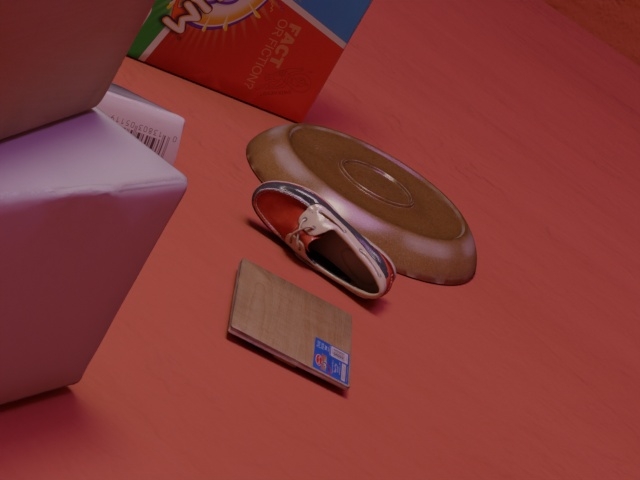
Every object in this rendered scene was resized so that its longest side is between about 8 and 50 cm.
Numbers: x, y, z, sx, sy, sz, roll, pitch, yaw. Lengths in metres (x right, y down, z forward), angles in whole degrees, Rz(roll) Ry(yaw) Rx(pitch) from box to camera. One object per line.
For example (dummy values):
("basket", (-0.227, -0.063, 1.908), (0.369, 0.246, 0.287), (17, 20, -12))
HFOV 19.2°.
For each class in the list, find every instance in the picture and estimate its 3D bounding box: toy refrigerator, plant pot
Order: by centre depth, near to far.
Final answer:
("toy refrigerator", (-0.183, -0.115, 0.967), (0.094, 0.102, 0.269), (34, 21, 9))
("plant pot", (0.044, -0.042, 1.701), (0.236, 0.032, 0.236), (26, 20, -10))

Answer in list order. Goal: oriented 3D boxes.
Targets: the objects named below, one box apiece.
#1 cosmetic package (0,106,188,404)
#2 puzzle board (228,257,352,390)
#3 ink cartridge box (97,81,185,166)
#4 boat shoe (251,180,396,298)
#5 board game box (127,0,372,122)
("cosmetic package", (-0.328, -0.092, 1.093), (0.453, 0.161, 0.230), (37, 21, 20))
("puzzle board", (-0.021, 0.062, 1.384), (0.096, 0.011, 0.128), (28, 20, -9))
("ink cartridge box", (-0.232, -0.122, 1.506), (0.181, 0.056, 0.225), (17, 4, -32))
("boat shoe", (0.000, 0.000, 1.516), (0.137, 0.049, 0.043), (37, 22, 4))
("board game box", (-0.100, -0.270, 1.741), (0.316, 0.242, 0.064), (19, 23, -27))
